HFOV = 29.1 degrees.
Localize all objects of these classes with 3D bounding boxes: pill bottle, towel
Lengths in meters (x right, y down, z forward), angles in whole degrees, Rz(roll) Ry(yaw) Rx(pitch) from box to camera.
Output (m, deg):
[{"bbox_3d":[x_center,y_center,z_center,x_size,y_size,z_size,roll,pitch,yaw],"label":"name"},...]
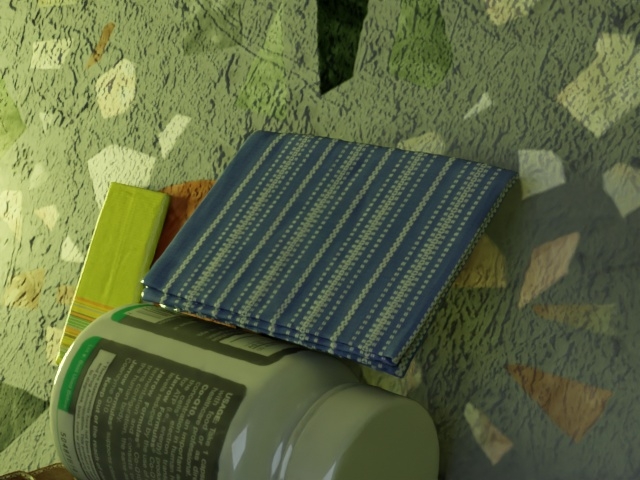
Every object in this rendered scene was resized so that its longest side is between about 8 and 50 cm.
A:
[{"bbox_3d":[-0.079,0.193,1.208,0.361,0.204,0.204,13,86,39],"label":"pill bottle"},{"bbox_3d":[-0.248,0.050,1.496,0.102,0.021,0.237,14,86,33],"label":"towel"},{"bbox_3d":[0.000,0.000,1.218,0.336,0.040,0.243,13,58,37],"label":"towel"}]

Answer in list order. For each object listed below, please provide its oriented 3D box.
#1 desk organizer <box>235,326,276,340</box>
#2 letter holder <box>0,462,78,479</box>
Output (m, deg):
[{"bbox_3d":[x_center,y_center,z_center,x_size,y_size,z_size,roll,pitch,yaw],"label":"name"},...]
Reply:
[{"bbox_3d":[-0.062,0.044,1.335,0.050,0.047,0.130,-16,69,31],"label":"desk organizer"},{"bbox_3d":[-0.307,0.393,1.275,0.152,0.214,0.302,126,126,-72],"label":"letter holder"}]
